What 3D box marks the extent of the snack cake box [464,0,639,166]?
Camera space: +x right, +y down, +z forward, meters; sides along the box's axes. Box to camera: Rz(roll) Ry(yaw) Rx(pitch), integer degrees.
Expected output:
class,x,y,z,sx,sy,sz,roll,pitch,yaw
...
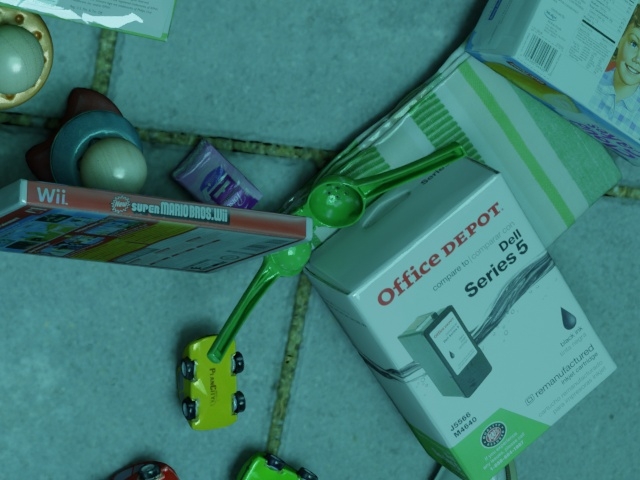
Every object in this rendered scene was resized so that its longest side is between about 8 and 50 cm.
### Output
class,x,y,z,sx,sy,sz,roll,pitch,yaw
snack cake box,0.292,-0.193,1.960,0.264,0.089,0.152,30,83,-31

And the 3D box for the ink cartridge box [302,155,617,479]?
class,x,y,z,sx,sy,sz,roll,pitch,yaw
ink cartridge box,0.141,0.077,1.944,0.198,0.115,0.273,-39,118,-10

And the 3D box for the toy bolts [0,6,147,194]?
class,x,y,z,sx,sy,sz,roll,pitch,yaw
toy bolts,-0.267,-0.087,1.729,0.228,0.158,0.218,30,91,-28

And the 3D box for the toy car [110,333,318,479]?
class,x,y,z,sx,sy,sz,roll,pitch,yaw
toy car,-0.097,0.226,1.955,0.225,0.053,0.239,29,92,-28

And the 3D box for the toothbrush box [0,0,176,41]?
class,x,y,z,sx,sy,sz,roll,pitch,yaw
toothbrush box,-0.251,-0.263,1.616,0.206,0.283,0.122,10,99,-26

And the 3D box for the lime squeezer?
class,x,y,z,sx,sy,sz,roll,pitch,yaw
lime squeezer,0.000,0.000,1.861,0.310,0.110,0.059,-40,135,-5

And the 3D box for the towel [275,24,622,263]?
class,x,y,z,sx,sy,sz,roll,pitch,yaw
towel,0.133,-0.049,1.991,0.325,0.038,0.248,-42,117,-9

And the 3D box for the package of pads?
class,x,y,z,sx,sy,sz,roll,pitch,yaw
package of pads,-0.102,-0.054,1.885,0.050,0.032,0.083,-47,117,-2

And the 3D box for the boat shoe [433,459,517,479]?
class,x,y,z,sx,sy,sz,roll,pitch,yaw
boat shoe,0.120,0.344,2.052,0.103,0.113,0.302,10,101,-32

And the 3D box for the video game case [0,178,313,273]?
class,x,y,z,sx,sy,sz,roll,pitch,yaw
video game case,-0.179,-0.009,1.760,0.285,0.204,0.025,7,77,-31
